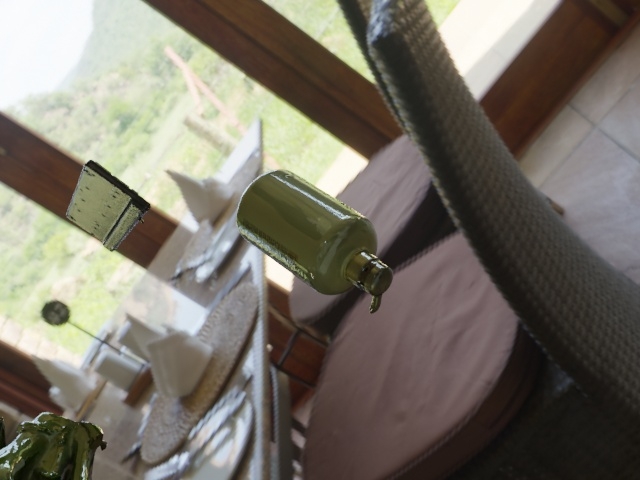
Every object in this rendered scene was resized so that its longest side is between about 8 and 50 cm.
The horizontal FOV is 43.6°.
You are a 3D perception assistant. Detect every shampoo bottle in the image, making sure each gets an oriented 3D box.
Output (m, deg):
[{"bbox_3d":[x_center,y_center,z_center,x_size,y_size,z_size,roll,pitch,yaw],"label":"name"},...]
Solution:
[{"bbox_3d":[0.000,0.000,0.715,0.162,0.079,0.079,34,90,37],"label":"shampoo bottle"}]

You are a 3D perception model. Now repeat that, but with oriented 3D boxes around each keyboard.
[{"bbox_3d":[-0.297,-0.039,1.106,0.018,0.101,0.309,-55,11,-21],"label":"keyboard"}]

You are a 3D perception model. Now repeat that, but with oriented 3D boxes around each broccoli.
[{"bbox_3d":[-0.347,0.327,0.872,0.321,0.304,0.283,-36,25,40],"label":"broccoli"}]
